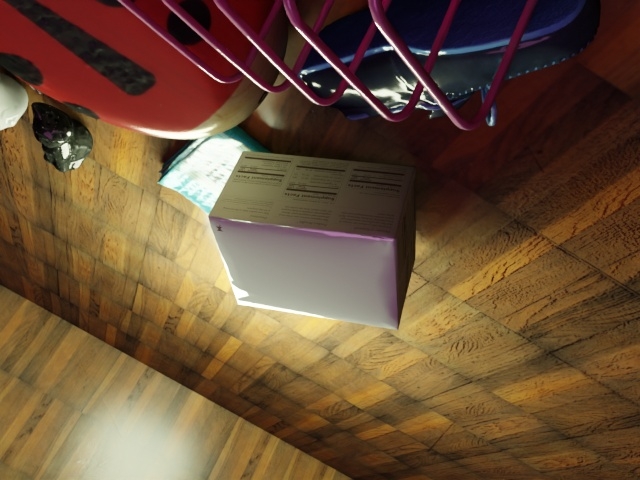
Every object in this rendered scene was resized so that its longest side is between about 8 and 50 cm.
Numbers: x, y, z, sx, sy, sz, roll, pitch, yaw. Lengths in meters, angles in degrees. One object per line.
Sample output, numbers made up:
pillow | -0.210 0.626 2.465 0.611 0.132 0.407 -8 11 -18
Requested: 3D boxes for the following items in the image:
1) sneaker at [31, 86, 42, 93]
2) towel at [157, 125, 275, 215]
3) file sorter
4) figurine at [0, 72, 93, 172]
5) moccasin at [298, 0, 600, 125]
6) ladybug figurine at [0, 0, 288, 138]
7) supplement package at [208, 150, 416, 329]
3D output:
sneaker | -0.462 -0.305 0.980 0.075 0.057 0.161 43 157 16
towel | -0.089 -0.046 1.081 0.370 0.040 0.271 38 149 -18
file sorter | 0.003 -0.217 0.492 0.290 0.182 0.202 21 175 37
figurine | -0.489 -0.215 1.029 0.215 0.092 0.209 35 168 -11
moccasin | 0.124 -0.191 0.637 0.342 0.138 0.117 11 153 51
ladybug figurine | -0.221 -0.245 0.646 0.305 0.162 0.449 -28 142 32
supplement package | 0.000 0.000 0.925 0.262 0.145 0.204 8 139 16
